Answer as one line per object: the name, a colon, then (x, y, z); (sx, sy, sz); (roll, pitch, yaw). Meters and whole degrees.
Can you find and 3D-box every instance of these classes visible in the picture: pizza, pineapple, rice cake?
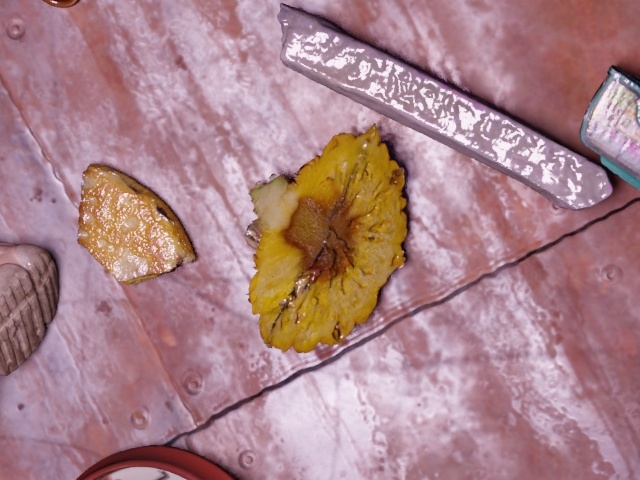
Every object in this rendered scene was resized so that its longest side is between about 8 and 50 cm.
pizza: (-0.215, -0.013, 1.488); (0.160, 0.036, 0.099); (42, 98, 5)
pineapple: (-0.002, 0.006, 1.436); (0.164, 0.140, 0.250); (11, 77, 48)
rice cake: (0.125, -0.137, 1.410); (0.399, 0.070, 0.064); (28, 98, 7)

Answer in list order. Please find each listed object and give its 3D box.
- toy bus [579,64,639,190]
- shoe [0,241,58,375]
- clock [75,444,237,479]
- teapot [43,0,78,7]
toy bus: (0.388, -0.078, 1.364); (0.262, 0.091, 0.109); (35, 105, 7)
shoe: (-0.454, 0.117, 1.427); (0.198, 0.351, 0.172); (24, 138, 20)
clock: (-0.178, 0.387, 1.473); (0.318, 0.080, 0.318); (-2, 86, 24)
teapot: (-0.261, -0.323, 1.448); (0.116, 0.116, 0.173); (39, 125, 5)
